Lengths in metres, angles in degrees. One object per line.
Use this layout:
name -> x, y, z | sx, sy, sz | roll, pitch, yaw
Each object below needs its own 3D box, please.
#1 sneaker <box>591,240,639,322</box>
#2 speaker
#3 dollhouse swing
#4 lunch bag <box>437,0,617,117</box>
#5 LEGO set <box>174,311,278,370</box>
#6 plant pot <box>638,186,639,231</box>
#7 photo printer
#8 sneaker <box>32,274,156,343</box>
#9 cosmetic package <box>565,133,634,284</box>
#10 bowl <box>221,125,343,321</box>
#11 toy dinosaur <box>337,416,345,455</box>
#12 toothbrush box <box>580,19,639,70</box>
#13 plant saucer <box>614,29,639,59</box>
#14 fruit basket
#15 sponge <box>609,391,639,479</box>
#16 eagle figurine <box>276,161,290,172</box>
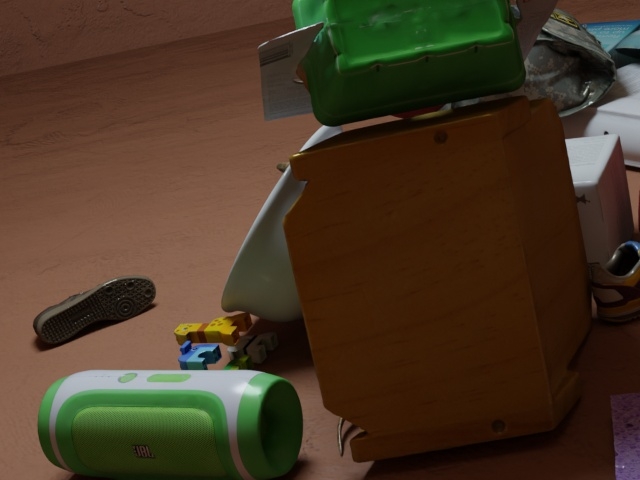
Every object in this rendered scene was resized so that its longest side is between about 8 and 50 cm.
sneaker -> 0.416, 0.032, 1.763 | 0.185, 0.084, 0.069 | -26, 24, -29
speaker -> -0.174, 0.211, 1.616 | 0.296, 0.131, 0.131 | -3, 24, 27
dollhouse swing -> 0.149, 0.019, 1.621 | 0.315, 0.347, 0.305 | -11, 12, 9
lunch bag -> 0.313, -0.290, 2.262 | 0.287, 0.169, 0.235 | -13, 26, 0
LEGO set -> -0.150, 0.151, 1.814 | 0.093, 0.087, 0.227 | -2, 23, 26
plant pot -> 0.510, -0.092, 1.843 | 0.191, 0.174, 0.191 | -4, 11, 1
photo printer -> 0.557, -0.199, 2.230 | 0.256, 0.107, 0.307 | -25, 24, -30
sneaker -> -0.342, 0.093, 2.107 | 0.188, 0.066, 0.071 | -21, 21, -19
cosmetic package -> 0.327, -0.038, 1.903 | 0.151, 0.151, 0.184 | -4, 22, 24
bowl -> 0.000, 0.000, 1.881 | 0.134, 0.298, 0.298 | 31, 34, 7
toy dinosaur -> 0.063, 0.158, 1.669 | 0.211, 0.064, 0.112 | -49, -3, -13
toothbrush box -> 0.432, -0.284, 2.501 | 0.216, 0.126, 0.295 | 2, 27, 36
plant saucer -> 0.649, -0.306, 2.332 | 0.317, 0.044, 0.317 | 10, 5, -1
fruit basket -> 0.089, -0.216, 1.583 | 0.327, 0.166, 0.353 | -11, -3, -2
sponge -> 0.355, 0.210, 1.425 | 0.117, 0.031, 0.210 | -9, 22, 13
eagle figurine -> 0.123, -0.068, 2.125 | 0.298, 0.225, 0.226 | 6, 45, -47
